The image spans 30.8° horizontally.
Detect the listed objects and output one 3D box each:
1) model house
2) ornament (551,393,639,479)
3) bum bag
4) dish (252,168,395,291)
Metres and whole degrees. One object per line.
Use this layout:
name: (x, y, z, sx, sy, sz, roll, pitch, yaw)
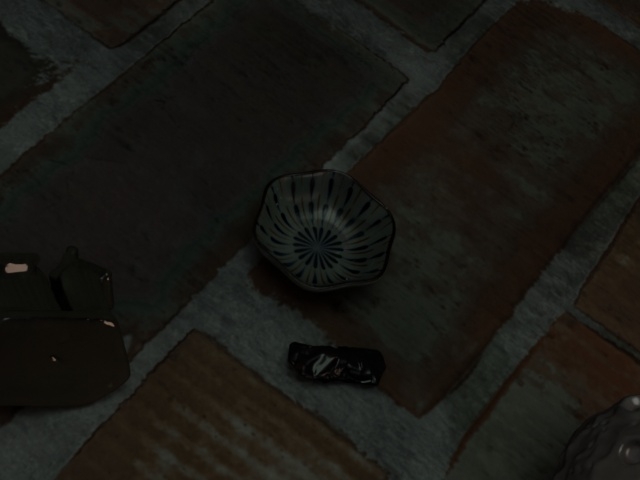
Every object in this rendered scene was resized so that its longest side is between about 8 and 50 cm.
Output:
model house: (-0.334, 0.083, 1.304, 0.229, 0.122, 0.188, 1, 43, -32)
ornament: (0.375, 0.288, 1.287, 0.259, 0.259, 0.225, -26, 51, -29)
bum bag: (0.020, 0.149, 1.408, 0.125, 0.034, 0.057, 3, 43, -15)
dish: (0.000, 0.000, 1.483, 0.191, 0.066, 0.190, 7, 55, -10)
